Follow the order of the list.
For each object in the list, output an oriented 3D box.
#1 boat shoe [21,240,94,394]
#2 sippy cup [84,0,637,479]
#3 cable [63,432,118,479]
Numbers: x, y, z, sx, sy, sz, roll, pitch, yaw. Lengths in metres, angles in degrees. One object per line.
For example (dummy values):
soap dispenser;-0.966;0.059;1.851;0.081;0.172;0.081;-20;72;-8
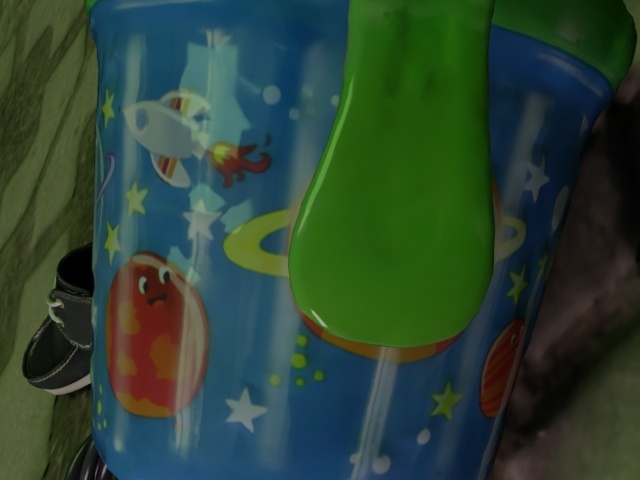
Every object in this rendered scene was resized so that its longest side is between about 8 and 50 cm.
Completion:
boat shoe;-0.161;0.033;0.825;0.233;0.079;0.084;-42;41;36
sippy cup;0.000;0.000;0.493;0.240;0.305;0.224;7;87;28
cable;-0.101;0.105;0.661;0.184;0.047;0.150;-59;0;-17
